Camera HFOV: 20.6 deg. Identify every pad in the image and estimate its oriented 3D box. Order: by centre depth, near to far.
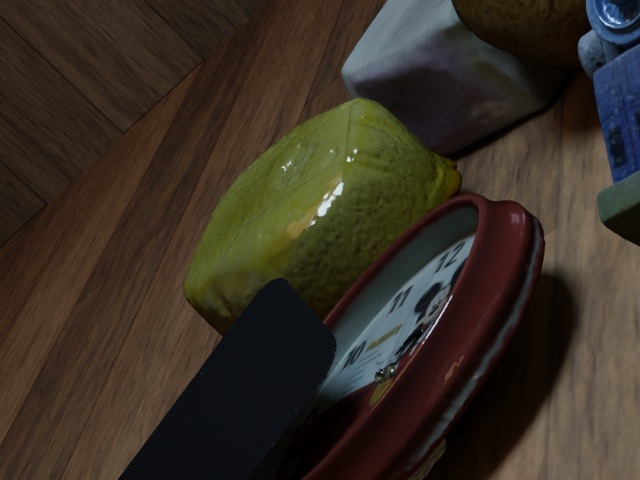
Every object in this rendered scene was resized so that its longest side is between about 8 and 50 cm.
[{"bbox_3d":[-0.089,0.136,1.425,0.250,0.055,0.323,-53,9,5],"label":"pad"}]

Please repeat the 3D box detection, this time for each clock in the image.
[{"bbox_3d":[0.054,0.102,1.290,0.318,0.080,0.318,-50,10,12],"label":"clock"}]

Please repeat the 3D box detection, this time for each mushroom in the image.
[{"bbox_3d":[0.213,-0.267,1.513,0.263,0.283,0.195,-47,-19,-14],"label":"mushroom"}]

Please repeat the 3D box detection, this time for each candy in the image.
[{"bbox_3d":[0.197,-0.257,1.741,0.359,0.145,0.208,-54,18,-27],"label":"candy"}]

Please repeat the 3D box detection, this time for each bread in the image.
[{"bbox_3d":[0.000,0.000,1.592,0.270,0.148,0.270,-41,19,18],"label":"bread"}]

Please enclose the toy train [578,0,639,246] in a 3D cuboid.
[{"bbox_3d":[0.286,-0.125,1.049,0.299,0.131,0.202,-33,57,45],"label":"toy train"}]
